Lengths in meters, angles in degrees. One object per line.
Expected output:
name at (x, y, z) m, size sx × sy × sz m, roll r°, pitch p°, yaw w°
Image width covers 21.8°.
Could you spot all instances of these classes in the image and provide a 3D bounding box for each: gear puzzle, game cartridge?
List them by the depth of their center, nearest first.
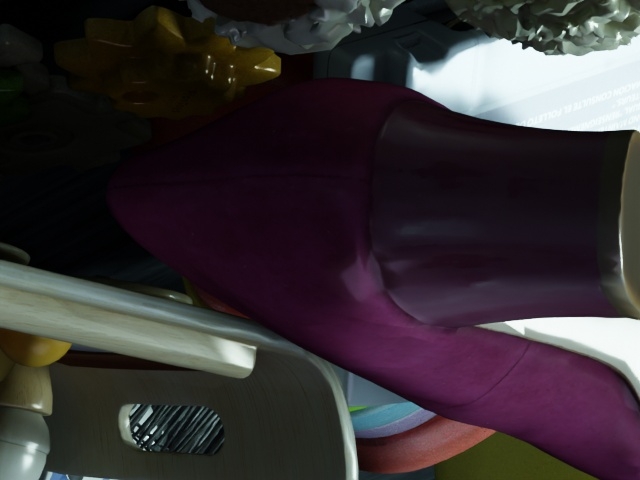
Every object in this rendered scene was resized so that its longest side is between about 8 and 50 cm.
gear puzzle at (-0.165, -0.034, 0.691) m, size 0.339 × 0.044 × 0.175 m, roll -12°, pitch 163°, yaw 23°
game cartridge at (0.112, -0.035, 0.788) m, size 0.294 × 0.060 × 0.196 m, roll -20°, pitch 124°, yaw -34°

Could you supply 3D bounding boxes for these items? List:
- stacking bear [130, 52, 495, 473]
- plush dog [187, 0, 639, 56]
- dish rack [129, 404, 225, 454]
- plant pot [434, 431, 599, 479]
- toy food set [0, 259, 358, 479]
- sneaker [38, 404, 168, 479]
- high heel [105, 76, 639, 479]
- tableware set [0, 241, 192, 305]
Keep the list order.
stacking bear at (0.000, 0.000, 0.852) m, size 0.164 × 0.175 × 0.289 m, roll -53°, pitch 147°, yaw -10°
plush dog at (0.083, -0.140, 0.594) m, size 0.262 × 0.210 × 0.225 m, roll 10°, pitch 173°, yaw -1°
dish rack at (-0.083, 0.101, 0.950) m, size 0.074 × 0.271 × 0.208 m, roll -51°, pitch 160°, yaw -7°
plant pot at (0.196, 0.159, 1.366) m, size 0.212 × 0.187 × 0.212 m, roll -22°, pitch 159°, yaw 10°
toy food set at (-0.166, 0.062, 0.656) m, size 0.220 × 0.092 × 0.306 m, roll -3°, pitch 166°, yaw 45°
sneaker at (-0.213, 0.191, 1.202) m, size 0.182 × 0.127 × 0.315 m, roll 8°, pitch 146°, yaw -45°
high heel at (0.061, 0.023, 0.704) m, size 0.181 × 0.127 × 0.377 m, roll 4°, pitch 160°, yaw 18°
tableware set at (-0.131, 0.015, 0.749) m, size 0.128 × 0.039 × 0.194 m, roll -1°, pitch 167°, yaw 37°
